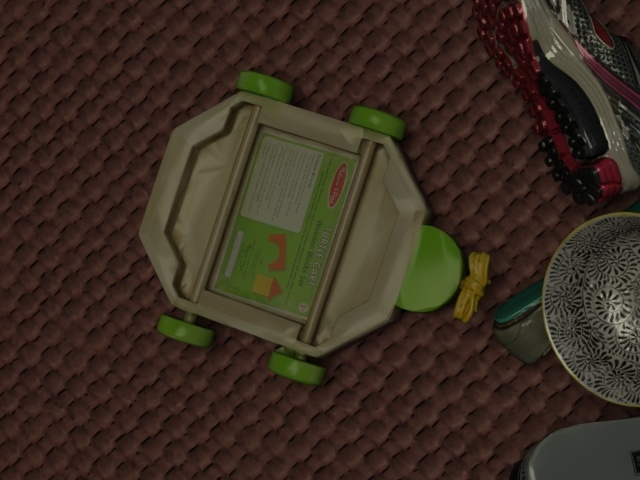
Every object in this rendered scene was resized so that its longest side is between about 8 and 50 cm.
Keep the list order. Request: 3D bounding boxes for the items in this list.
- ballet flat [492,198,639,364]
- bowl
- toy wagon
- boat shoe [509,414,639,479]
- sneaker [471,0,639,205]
[{"bbox_3d":[0.254,0.036,1.787,0.213,0.072,0.068,-38,103,10],"label":"ballet flat"},{"bbox_3d":[0.286,0.055,1.703,0.170,0.080,0.170,7,102,34],"label":"bowl"},{"bbox_3d":[0.000,0.000,1.855,0.344,0.068,0.267,18,90,16],"label":"toy wagon"},{"bbox_3d":[0.318,0.200,1.722,0.306,0.105,0.113,-11,80,-10],"label":"boat shoe"},{"bbox_3d":[0.226,-0.177,1.795,0.112,0.121,0.299,-20,77,-16],"label":"sneaker"}]
